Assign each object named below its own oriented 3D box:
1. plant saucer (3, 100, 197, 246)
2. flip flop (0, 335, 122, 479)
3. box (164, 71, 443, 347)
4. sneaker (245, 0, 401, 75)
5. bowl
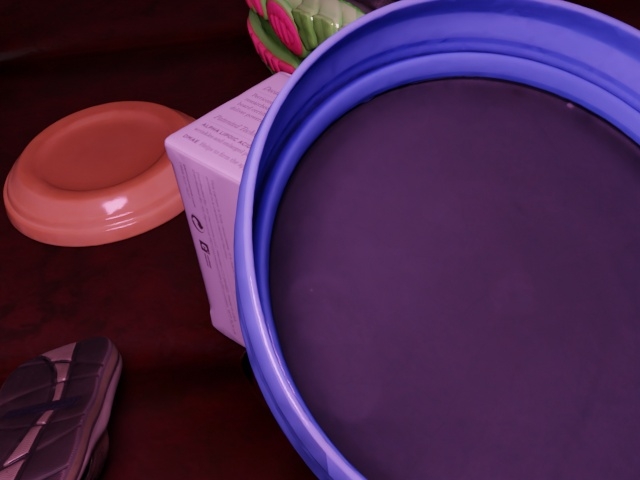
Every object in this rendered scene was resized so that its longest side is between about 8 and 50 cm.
[{"bbox_3d":[-0.194,-0.069,1.375,0.199,0.037,0.200,-9,37,7],"label":"plant saucer"},{"bbox_3d":[-0.197,0.158,1.055,0.112,0.080,0.277,-10,21,11],"label":"flip flop"},{"bbox_3d":[0.000,0.000,1.106,0.119,0.181,0.182,-33,41,-28],"label":"box"},{"bbox_3d":[0.082,-0.179,1.316,0.202,0.185,0.483,-26,40,-11],"label":"sneaker"},{"bbox_3d":[0.131,0.028,0.952,0.391,0.077,0.391,7,65,-14],"label":"bowl"}]
